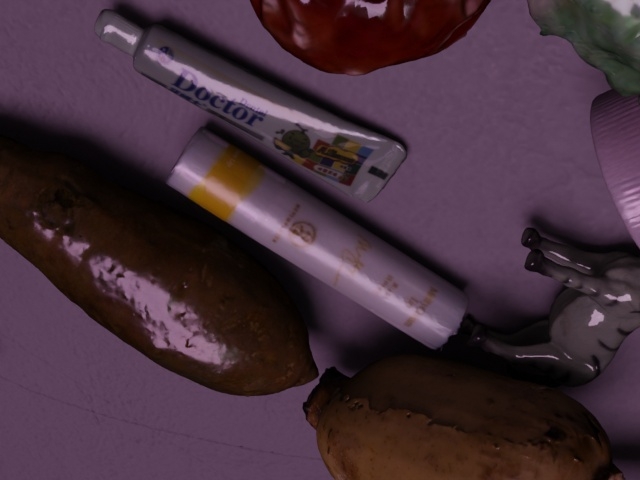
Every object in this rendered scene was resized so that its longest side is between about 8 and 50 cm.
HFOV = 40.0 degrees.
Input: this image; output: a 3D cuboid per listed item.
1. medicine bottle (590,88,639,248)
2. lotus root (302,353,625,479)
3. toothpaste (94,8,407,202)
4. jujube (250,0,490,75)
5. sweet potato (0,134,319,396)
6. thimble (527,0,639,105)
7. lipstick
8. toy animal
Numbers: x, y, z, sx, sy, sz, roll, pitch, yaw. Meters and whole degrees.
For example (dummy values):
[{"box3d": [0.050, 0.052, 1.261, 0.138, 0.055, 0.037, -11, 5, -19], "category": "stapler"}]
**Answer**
[{"box3d": [0.296, -0.078, 0.501, 0.250, 0.133, 0.133, -24, 115, 32], "category": "medicine bottle"}, {"box3d": [0.102, 0.171, 0.728, 0.284, 0.146, 0.160, 13, 168, 38], "category": "lotus root"}, {"box3d": [-0.056, -0.108, 0.679, 0.256, 0.037, 0.067, 28, 131, -7], "category": "toothpaste"}, {"box3d": [0.008, -0.209, 0.501, 0.155, 0.155, 0.230, -18, 112, 32], "category": "jujube"}, {"box3d": [-0.179, 0.010, 0.763, 0.423, 0.130, 0.130, 32, 131, -3], "category": "sweet potato"}, {"box3d": [0.171, -0.177, 0.418, 0.219, 0.219, 0.150, 44, 130, -15], "category": "thimble"}, {"box3d": [0.000, 0.000, 0.726, 0.264, 0.059, 0.059, 33, 131, -6], "category": "lipstick"}, {"box3d": [0.220, 0.062, 0.682, 0.176, 0.073, 0.217, 25, 138, -2], "category": "toy animal"}]
